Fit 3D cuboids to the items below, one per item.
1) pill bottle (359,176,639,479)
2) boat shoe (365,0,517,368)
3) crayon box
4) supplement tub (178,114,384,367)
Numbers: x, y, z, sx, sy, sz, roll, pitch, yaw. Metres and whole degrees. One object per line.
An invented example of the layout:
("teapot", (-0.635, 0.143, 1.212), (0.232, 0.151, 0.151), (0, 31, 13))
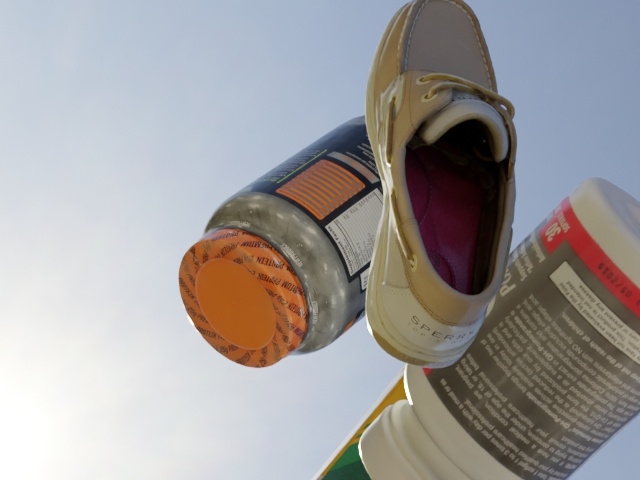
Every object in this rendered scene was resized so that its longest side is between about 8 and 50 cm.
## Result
("pill bottle", (0.186, 0.113, 1.227), (0.318, 0.176, 0.176), (-47, -125, 18))
("boat shoe", (0.054, -0.035, 0.567), (0.059, 0.063, 0.170), (128, -32, -57))
("crayon box", (0.063, 0.262, 1.700), (0.083, 0.323, 0.203), (40, -27, 4))
("supplement tub", (0.000, 0.000, 1.568), (0.193, 0.316, 0.194), (21, -53, 30))
